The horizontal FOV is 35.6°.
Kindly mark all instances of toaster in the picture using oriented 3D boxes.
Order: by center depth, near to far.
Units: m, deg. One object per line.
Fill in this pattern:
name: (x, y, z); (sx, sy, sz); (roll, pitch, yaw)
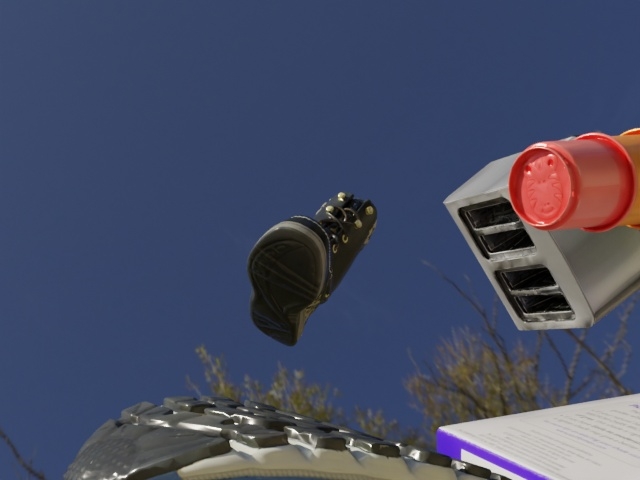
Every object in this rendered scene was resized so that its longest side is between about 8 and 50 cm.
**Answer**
toaster: (0.234, -0.004, 1.002); (0.110, 0.185, 0.168); (-36, -81, -23)

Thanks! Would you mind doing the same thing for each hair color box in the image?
hair color box: (0.273, 0.171, 0.688); (0.338, 0.185, 0.110); (-7, -86, -19)

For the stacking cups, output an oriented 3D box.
stacking cups: (0.279, -0.044, 0.796); (0.316, 0.096, 0.096); (-10, -62, -38)

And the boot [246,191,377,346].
boot: (-0.002, 0.000, 1.111); (0.085, 0.236, 0.179); (31, -120, 10)

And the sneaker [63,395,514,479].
sneaker: (0.037, 0.167, 0.418); (0.330, 0.129, 0.147); (31, -107, -30)
